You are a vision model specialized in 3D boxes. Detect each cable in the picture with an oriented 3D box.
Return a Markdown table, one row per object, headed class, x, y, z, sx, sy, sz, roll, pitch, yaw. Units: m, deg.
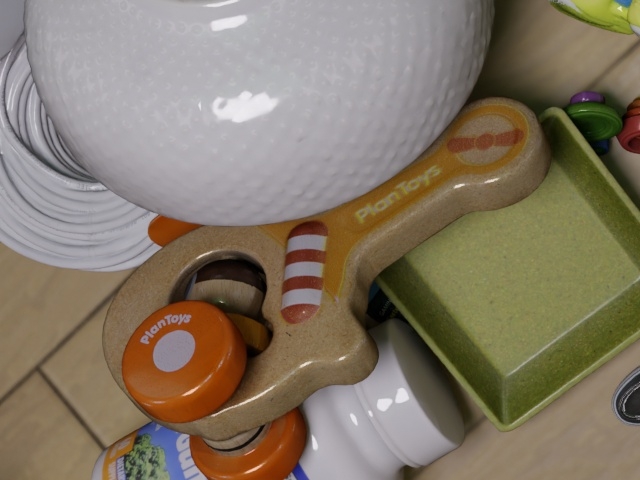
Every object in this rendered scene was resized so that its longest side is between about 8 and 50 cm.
| class | x | y | z | sx | sy | sz | roll | pitch | yaw |
| --- | --- | --- | --- | --- | --- | --- | --- | --- | --- |
| cable | -0.180 | -0.103 | 1.242 | 0.257 | 0.089 | 0.257 | -11 | 92 | 16 |

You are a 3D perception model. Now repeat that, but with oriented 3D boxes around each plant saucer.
| class | x | y | z | sx | sy | sz | roll | pitch | yaw |
| --- | --- | --- | --- | --- | --- | --- | --- | --- | --- |
| plant saucer | 0.157 | 0.020 | 1.155 | 0.188 | 0.045 | 0.188 | -38 | 103 | 8 |

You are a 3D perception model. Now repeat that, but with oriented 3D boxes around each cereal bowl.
| class | x | y | z | sx | sy | sz | roll | pitch | yaw |
| --- | --- | --- | --- | --- | --- | --- | --- | --- | --- |
| cereal bowl | -0.055 | -0.185 | 1.048 | 0.339 | 0.141 | 0.339 | -6 | 62 | 12 |

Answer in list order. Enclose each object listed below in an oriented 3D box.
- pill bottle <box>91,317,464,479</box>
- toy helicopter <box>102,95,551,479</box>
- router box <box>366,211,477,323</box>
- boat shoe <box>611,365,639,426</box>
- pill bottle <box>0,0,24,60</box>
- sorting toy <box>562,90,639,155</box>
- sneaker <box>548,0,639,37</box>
| class | x | y | z | sx | sy | sz | roll | pitch | yaw |
| --- | --- | --- | --- | --- | --- | --- | --- | --- | --- |
| pill bottle | -0.031 | 0.170 | 1.182 | 0.272 | 0.152 | 0.152 | -31 | 86 | 17 |
| toy helicopter | 0.000 | 0.000 | 1.092 | 0.355 | 0.140 | 0.235 | -32 | 47 | 1 |
| router box | 0.058 | -0.036 | 1.203 | 0.133 | 0.046 | 0.179 | 34 | 102 | 9 |
| boat shoe | 0.288 | 0.104 | 1.154 | 0.142 | 0.040 | 0.049 | -25 | 87 | 15 |
| pill bottle | -0.414 | -0.241 | 1.200 | 0.361 | 0.204 | 0.204 | 14 | 97 | 26 |
| sorting toy | 0.223 | -0.096 | 1.150 | 0.102 | 0.061 | 0.042 | 13 | 64 | -20 |
| sneaker | 0.290 | -0.190 | 1.109 | 0.240 | 0.091 | 0.126 | 25 | 99 | 13 |
